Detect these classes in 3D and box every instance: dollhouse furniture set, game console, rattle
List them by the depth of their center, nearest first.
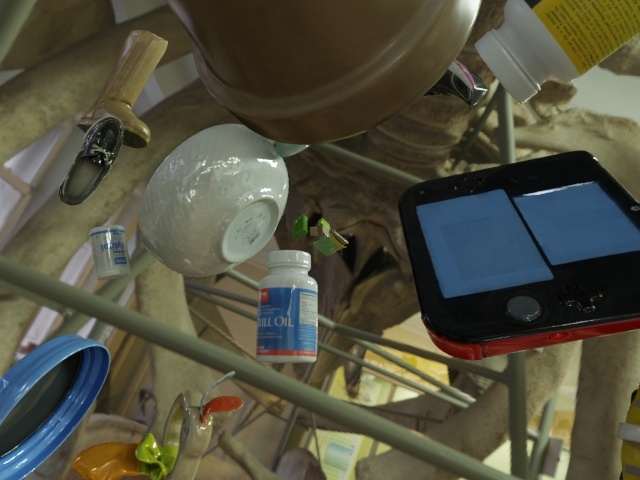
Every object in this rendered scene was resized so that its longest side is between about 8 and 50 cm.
[{"bbox_3d":[-0.197,0.222,0.609,0.143,0.130,0.199,27,-45,-12],"label":"rattle"},{"bbox_3d":[0.299,-0.005,0.737,0.342,0.386,0.060,-15,-55,11],"label":"game console"},{"bbox_3d":[0.000,0.000,1.252,0.076,0.058,0.152,-33,-55,27],"label":"dollhouse furniture set"}]

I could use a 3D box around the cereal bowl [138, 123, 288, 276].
[{"bbox_3d":[-0.186,-0.059,1.029,0.141,0.339,0.339,36,-10,26],"label":"cereal bowl"}]

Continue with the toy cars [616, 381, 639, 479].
[{"bbox_3d":[0.440,0.150,0.518,0.087,0.393,0.176,26,24,-23],"label":"toy cars"}]

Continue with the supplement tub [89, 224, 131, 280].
[{"bbox_3d":[-0.443,0.025,1.058,0.071,0.107,0.071,-13,-7,-2],"label":"supplement tub"}]

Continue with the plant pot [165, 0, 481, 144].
[{"bbox_3d":[-0.036,-0.235,0.366,0.263,0.263,0.229,12,-9,32],"label":"plant pot"}]

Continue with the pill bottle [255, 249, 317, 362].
[{"bbox_3d":[-0.068,0.137,1.029,0.124,0.221,0.124,0,-15,0],"label":"pill bottle"}]

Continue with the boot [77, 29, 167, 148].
[{"bbox_3d":[-0.424,-0.354,1.144,0.236,0.269,0.089,17,-15,30],"label":"boot"}]

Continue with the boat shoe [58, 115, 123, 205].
[{"bbox_3d":[-0.284,-0.099,0.627,0.046,0.125,0.038,37,-7,-34],"label":"boat shoe"}]

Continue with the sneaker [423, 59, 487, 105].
[{"bbox_3d":[0.155,-0.229,0.708,0.072,0.077,0.178,10,33,-41],"label":"sneaker"}]

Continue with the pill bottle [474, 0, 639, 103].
[{"bbox_3d":[0.439,-0.393,0.840,0.188,0.188,0.334,33,-57,-31],"label":"pill bottle"}]

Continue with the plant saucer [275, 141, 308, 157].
[{"bbox_3d":[-0.019,-0.242,0.976,0.037,0.195,0.195,30,-15,12],"label":"plant saucer"}]

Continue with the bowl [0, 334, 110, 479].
[{"bbox_3d":[-0.675,0.401,1.202,0.077,0.391,0.391,30,-16,9],"label":"bowl"}]
